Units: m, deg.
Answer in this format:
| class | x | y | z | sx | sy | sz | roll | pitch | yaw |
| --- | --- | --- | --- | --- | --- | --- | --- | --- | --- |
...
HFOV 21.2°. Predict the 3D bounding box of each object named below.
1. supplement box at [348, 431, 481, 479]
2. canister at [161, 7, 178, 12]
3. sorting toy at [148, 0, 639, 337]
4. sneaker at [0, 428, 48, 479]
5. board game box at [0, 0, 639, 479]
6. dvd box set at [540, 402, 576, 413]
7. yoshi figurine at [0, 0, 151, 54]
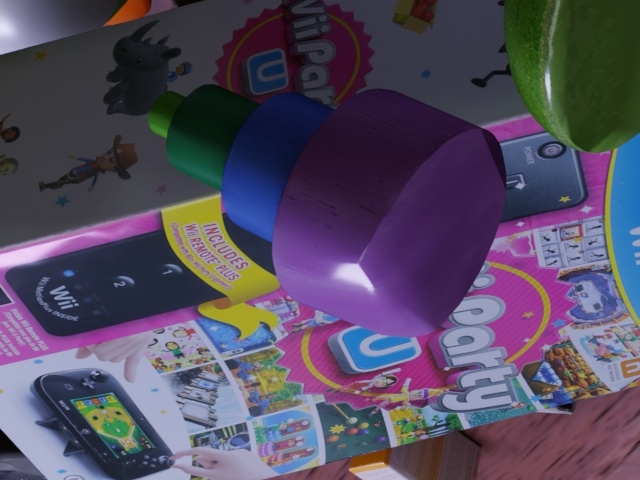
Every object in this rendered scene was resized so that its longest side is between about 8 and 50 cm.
| class | x | y | z | sx | sy | sz | roll | pitch | yaw |
| --- | --- | --- | --- | --- | --- | --- | --- | --- | --- |
| supplement box | 0.070 | 0.158 | 1.238 | 0.036 | 0.062 | 0.098 | -19 | 135 | 41 |
| canister | -0.012 | -0.072 | 0.843 | 0.170 | 0.126 | 0.073 | -6 | 144 | 33 |
| sorting toy | 0.074 | -0.124 | 0.561 | 0.126 | 0.365 | 0.127 | 26 | 150 | 30 |
| sneaker | -0.244 | 0.182 | 1.381 | 0.228 | 0.087 | 0.130 | -3 | 139 | 18 |
| board game box | 0.000 | 0.000 | 0.712 | 0.303 | 0.097 | 0.224 | -15 | 145 | 8 |
| dvd box set | -0.083 | 0.059 | 1.033 | 0.420 | 0.062 | 0.307 | 0 | 171 | 23 |
| yoshi figurine | -0.178 | -0.165 | 0.719 | 0.203 | 0.203 | 0.362 | 26 | 153 | 10 |
